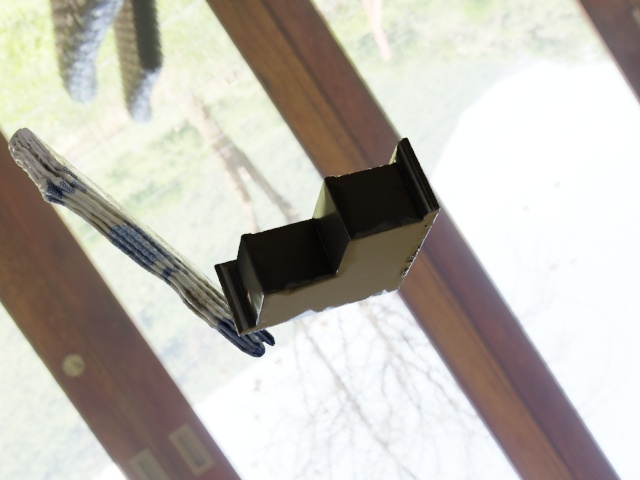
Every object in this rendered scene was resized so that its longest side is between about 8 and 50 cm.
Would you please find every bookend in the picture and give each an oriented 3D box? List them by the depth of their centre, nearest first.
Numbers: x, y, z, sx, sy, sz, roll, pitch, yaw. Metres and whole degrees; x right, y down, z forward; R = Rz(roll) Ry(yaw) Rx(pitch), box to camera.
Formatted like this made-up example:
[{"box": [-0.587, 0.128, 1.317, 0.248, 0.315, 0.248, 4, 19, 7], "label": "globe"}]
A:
[{"box": [0.000, 0.000, 0.890, 0.157, 0.072, 0.156, -15, 156, -17], "label": "bookend"}]

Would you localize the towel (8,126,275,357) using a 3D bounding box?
[{"box": [-0.179, 0.001, 1.033, 0.034, 0.285, 0.209, -50, -150, -3], "label": "towel"}]
